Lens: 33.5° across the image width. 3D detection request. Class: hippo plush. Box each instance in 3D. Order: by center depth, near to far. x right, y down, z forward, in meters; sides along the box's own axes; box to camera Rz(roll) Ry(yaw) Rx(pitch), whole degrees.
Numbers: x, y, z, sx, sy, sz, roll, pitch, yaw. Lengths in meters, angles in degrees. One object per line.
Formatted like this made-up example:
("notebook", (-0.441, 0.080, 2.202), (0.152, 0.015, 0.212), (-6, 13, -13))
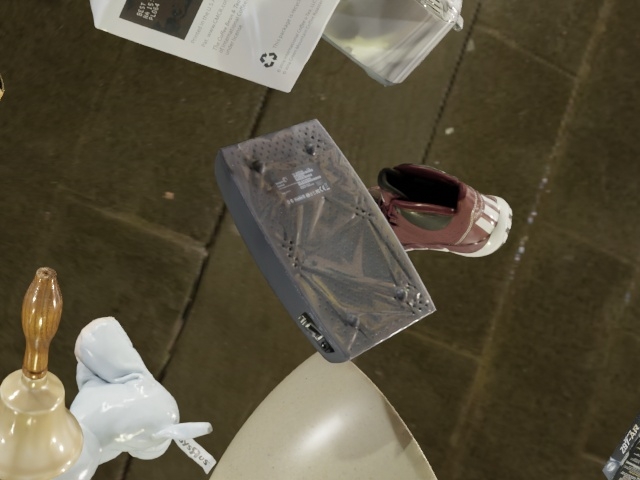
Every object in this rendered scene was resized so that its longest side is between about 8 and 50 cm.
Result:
("hippo plush", (-0.331, 0.286, 1.524), (0.237, 0.234, 0.294), (-33, 61, -25))

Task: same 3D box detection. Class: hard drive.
("hard drive", (0.000, 0.000, 1.137), (0.172, 0.054, 0.254), (-24, 79, -45))

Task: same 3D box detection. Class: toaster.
("toaster", (0.065, -0.304, 1.275), (0.227, 0.146, 0.129), (34, 41, -21))

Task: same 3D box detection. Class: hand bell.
("hand bell", (-0.296, 0.127, 1.113), (0.126, 0.126, 0.242), (1, 128, -23))

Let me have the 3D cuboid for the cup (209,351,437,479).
("cup", (-0.013, 0.345, 1.401), (0.237, 0.331, 0.331), (-29, 103, -18))

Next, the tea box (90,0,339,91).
("tea box", (-0.085, -0.388, 1.077), (0.220, 0.323, 0.329), (15, 123, -28))

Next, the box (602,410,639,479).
("box", (0.259, 0.161, 0.772), (0.083, 0.018, 0.067), (26, 101, -9))

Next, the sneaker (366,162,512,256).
("sneaker", (0.084, -0.048, 1.328), (0.162, 0.281, 0.106), (33, 60, -50))

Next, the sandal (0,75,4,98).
("sandal", (-0.382, -0.186, 1.200), (0.049, 0.072, 0.180), (3, 114, -14))
